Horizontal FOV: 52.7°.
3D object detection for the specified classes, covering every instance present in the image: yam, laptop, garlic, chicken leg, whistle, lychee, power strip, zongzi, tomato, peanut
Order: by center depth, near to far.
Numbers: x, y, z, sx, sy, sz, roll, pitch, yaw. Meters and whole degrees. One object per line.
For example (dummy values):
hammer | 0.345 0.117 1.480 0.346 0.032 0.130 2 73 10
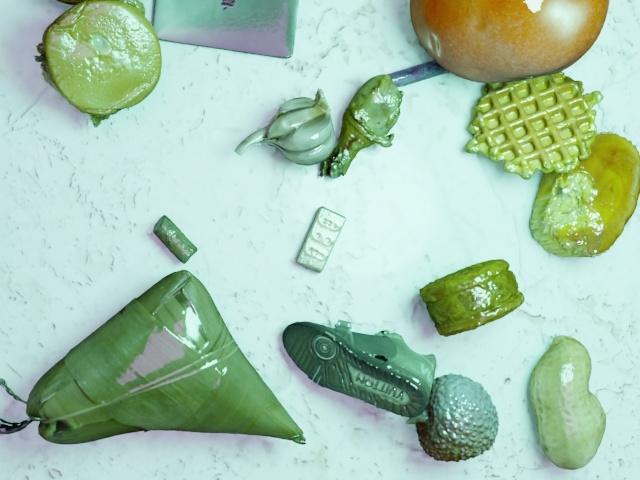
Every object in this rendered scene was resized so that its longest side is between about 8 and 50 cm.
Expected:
zongzi | -0.303 0.312 1.109 0.447 0.181 0.418 -38 95 -6
tomato | 0.332 -0.413 1.155 0.341 0.341 0.272 -21 106 -9
garlic | -0.060 -0.187 1.177 0.194 0.131 0.127 -21 89 -18
yam | -0.269 -0.002 1.185 0.043 0.043 0.094 -43 95 -8
lychee | 0.240 0.327 1.198 0.197 0.165 0.165 13 86 -17
laptop | -0.175 -0.453 1.226 0.269 0.015 0.187 6 88 -9
chicken leg | 0.082 -0.206 1.229 0.103 0.088 0.227 24 97 -35
power strip | 0.000 0.000 1.234 0.056 0.032 0.123 25 85 -7
peanut | 0.480 0.314 1.263 0.137 0.122 0.253 -7 85 -19
whistle | 0.178 -0.325 1.271 0.177 0.033 0.033 -18 91 -9

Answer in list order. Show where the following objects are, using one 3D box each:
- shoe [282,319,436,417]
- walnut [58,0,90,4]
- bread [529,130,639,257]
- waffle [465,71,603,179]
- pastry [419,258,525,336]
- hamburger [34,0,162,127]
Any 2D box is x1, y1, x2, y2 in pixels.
shoe | 0.082 0.214 1.213 0.293 0.149 0.109 25 119 19
walnut | -0.380 -0.511 1.106 0.336 0.209 0.209 -23 92 3
bread | 0.526 -0.089 1.274 0.179 0.133 0.250 32 85 -11
waffle | 0.412 -0.230 1.248 0.238 0.059 0.243 21 78 21
pastry | 0.279 0.103 1.202 0.189 0.189 0.103 -22 87 -9
hamburger | -0.374 -0.323 1.125 0.215 0.122 0.189 -42 120 -1
